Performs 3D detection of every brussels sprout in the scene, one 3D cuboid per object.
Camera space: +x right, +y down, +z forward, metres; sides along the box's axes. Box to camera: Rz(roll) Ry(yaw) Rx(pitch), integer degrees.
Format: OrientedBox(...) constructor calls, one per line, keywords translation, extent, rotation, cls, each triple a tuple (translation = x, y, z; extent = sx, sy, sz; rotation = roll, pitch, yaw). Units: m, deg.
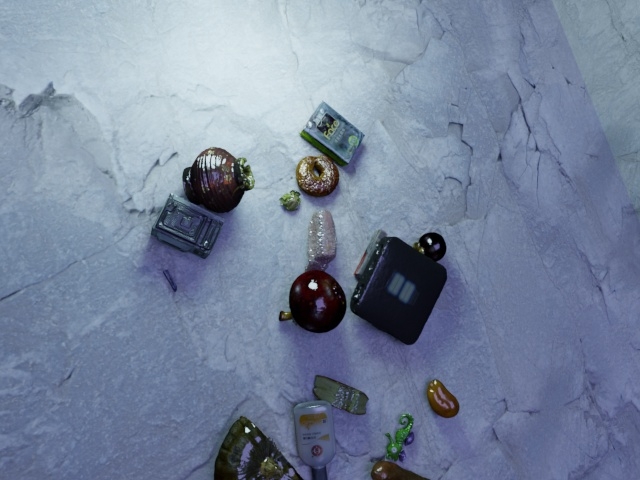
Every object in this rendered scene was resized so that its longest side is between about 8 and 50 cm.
OrientedBox(translation=(-0.109, -0.160, 1.820), extent=(0.085, 0.058, 0.085), rotation=(14, 66, -34), cls="brussels sprout")

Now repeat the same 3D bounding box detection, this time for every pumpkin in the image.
OrientedBox(translation=(-0.212, 0.760, 1.498), extent=(0.325, 0.242, 0.232), rotation=(46, 59, -3), cls="pumpkin")

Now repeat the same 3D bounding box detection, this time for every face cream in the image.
OrientedBox(translation=(-0.016, 0.724, 1.661), extent=(0.143, 0.071, 0.292), rotation=(-5, 90, -2), cls="face cream")

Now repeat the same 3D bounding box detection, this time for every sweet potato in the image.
OrientedBox(translation=(0.304, 0.896, 1.756), extent=(0.291, 0.097, 0.098), rotation=(25, 71, -22), cls="sweet potato")

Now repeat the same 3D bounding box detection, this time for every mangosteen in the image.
OrientedBox(translation=(-0.038, 0.240, 1.701), extent=(0.261, 0.235, 0.236), rotation=(-30, 92, 19), cls="mangosteen")
OrientedBox(translation=(0.453, 0.034, 1.967), extent=(0.151, 0.137, 0.137), rotation=(-18, 86, 0), cls="mangosteen")

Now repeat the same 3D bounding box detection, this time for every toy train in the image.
OrientedBox(translation=(-0.518, 0.140, 1.617), extent=(0.017, 0.017, 0.083), rotation=(-31, 92, -31), cls="toy train")

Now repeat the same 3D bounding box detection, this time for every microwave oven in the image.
OrientedBox(translation=(-0.459, -0.045, 1.619), extent=(0.208, 0.122, 0.162), rotation=(26, 70, -15), cls="microwave oven")

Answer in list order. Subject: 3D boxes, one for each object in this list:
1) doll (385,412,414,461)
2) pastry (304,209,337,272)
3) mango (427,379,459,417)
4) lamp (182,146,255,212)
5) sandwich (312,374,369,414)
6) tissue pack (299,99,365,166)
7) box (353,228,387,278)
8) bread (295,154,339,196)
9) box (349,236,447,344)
OrientedBox(translation=(0.308, 0.762, 1.807), extent=(0.115, 0.050, 0.190), rotation=(45, 66, -16), cls="doll")
OrientedBox(translation=(0.007, 0.001, 1.803), extent=(0.102, 0.112, 0.265), rotation=(13, 76, -30), cls="pastry")
OrientedBox(translation=(0.487, 0.644, 1.886), extent=(0.105, 0.084, 0.159), rotation=(-36, 74, -8), cls="mango")
OrientedBox(translation=(-0.352, -0.213, 1.635), extent=(0.246, 0.247, 0.247), rotation=(4, 78, -21), cls="lamp")
OrientedBox(translation=(0.089, 0.582, 1.732), extent=(0.244, 0.088, 0.090), rotation=(26, 75, -15), cls="sandwich")
OrientedBox(translation=(0.051, -0.439, 1.927), extent=(0.235, 0.073, 0.173), rotation=(37, 68, -12), cls="tissue pack")
OrientedBox(translation=(0.205, 0.055, 1.900), extent=(0.039, 0.055, 0.218), rotation=(35, 70, -16), cls="box")
OrientedBox(translation=(-0.010, -0.261, 1.875), extent=(0.193, 0.064, 0.193), rotation=(5, 75, -19), cls="bread")
OrientedBox(translation=(0.316, 0.198, 1.856), extent=(0.350, 0.091, 0.359), rotation=(31, 83, -22), cls="box")
